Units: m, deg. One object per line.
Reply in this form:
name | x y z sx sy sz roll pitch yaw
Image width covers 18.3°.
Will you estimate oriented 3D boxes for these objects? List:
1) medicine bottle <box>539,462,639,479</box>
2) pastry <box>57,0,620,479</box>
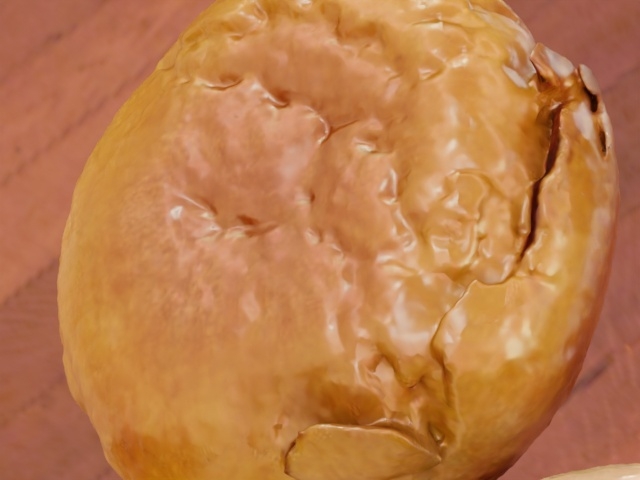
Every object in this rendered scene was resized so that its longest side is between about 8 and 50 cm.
medicine bottle | 0.164 0.330 0.963 0.235 0.406 0.236 -5 36 4
pastry | 0.000 0.000 1.097 0.356 0.164 0.356 -9 73 33
